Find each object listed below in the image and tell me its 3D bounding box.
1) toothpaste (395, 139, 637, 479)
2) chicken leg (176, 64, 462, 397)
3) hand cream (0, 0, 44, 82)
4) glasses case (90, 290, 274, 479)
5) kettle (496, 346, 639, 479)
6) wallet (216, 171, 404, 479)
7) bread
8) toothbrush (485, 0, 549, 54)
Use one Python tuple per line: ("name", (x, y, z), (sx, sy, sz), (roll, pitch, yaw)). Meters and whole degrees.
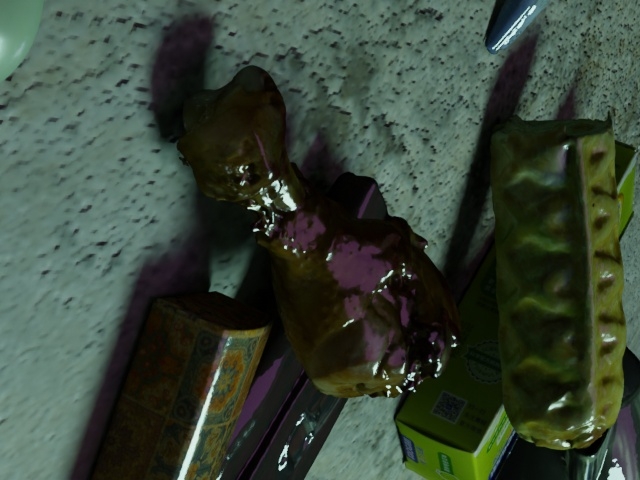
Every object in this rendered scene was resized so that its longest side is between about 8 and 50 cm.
("toothpaste", (0.172, 0.060, 1.415), (0.327, 0.077, 0.110), (-59, 157, -22))
("chicken leg", (-0.003, 0.002, 0.849), (0.251, 0.087, 0.107), (52, 21, -47))
("hand cream", (-0.066, -0.188, 0.469), (0.306, 0.147, 0.093), (-63, -179, 1))
("glasses case", (-0.087, 0.137, 0.868), (0.075, 0.049, 0.218), (-2, 114, -68))
("kettle", (0.256, 0.188, 1.602), (0.251, 0.207, 0.271), (-40, 140, -39))
("wallet", (-0.014, 0.085, 1.009), (0.229, 0.049, 0.182), (-60, 162, -13))
("bread", (0.185, 0.035, 1.281), (0.098, 0.087, 0.269), (-17, 108, -45))
("toothbrush", (0.240, -0.293, 1.115), (0.413, 0.042, 0.035), (-52, 152, 15))
